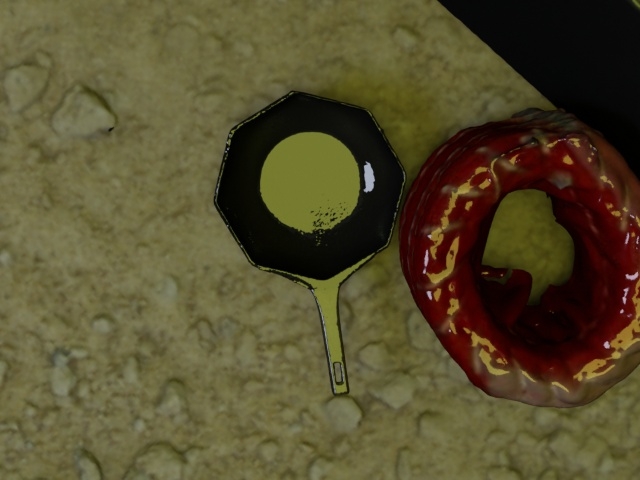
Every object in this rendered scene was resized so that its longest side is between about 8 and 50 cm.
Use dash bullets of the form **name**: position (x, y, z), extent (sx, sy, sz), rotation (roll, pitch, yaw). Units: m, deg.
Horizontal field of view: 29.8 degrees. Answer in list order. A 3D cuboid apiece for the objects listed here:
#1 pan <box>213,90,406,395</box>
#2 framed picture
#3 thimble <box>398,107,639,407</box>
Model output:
- **pan**: position (-0.016, -0.003, 0.858), extent (0.128, 0.048, 0.202), rotation (15, 98, -1)
- **framed picture**: position (0.157, -0.119, 0.733), extent (0.339, 0.255, 0.014), rotation (41, 87, -6)
- **thimble**: position (0.140, 0.014, 0.817), extent (0.163, 0.125, 0.189), rotation (-19, 101, -1)
